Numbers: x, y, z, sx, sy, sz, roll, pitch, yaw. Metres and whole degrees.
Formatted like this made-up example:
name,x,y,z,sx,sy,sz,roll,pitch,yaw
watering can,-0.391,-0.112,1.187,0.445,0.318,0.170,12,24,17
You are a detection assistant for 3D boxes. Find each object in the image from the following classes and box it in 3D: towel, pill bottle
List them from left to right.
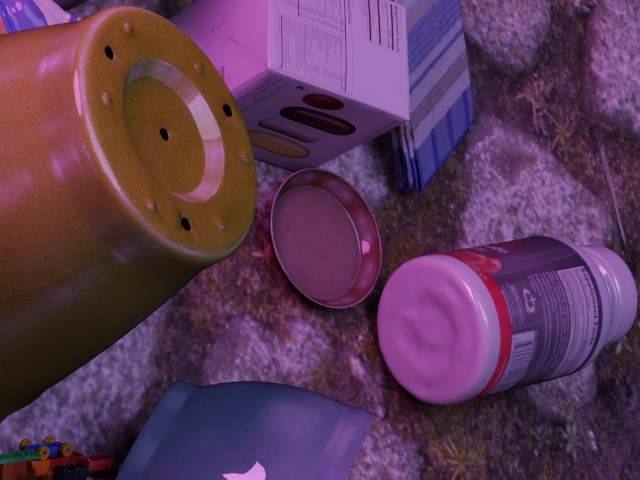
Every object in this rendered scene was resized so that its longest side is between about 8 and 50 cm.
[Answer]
name,x,y,z,sx,sy,sz,roll,pitch,yaw
towel,0.126,-0.225,2.313,0.209,0.034,0.285,-51,138,-48
pill bottle,0.234,0.087,2.266,0.319,0.176,0.176,-9,78,-44

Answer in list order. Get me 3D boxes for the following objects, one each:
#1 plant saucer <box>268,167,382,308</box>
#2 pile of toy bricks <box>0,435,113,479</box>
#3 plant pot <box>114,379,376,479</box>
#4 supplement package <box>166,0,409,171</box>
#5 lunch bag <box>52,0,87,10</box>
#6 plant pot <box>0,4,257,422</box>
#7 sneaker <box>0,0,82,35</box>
name,x,y,z,sx,sy,sz,roll,pitch,yaw
plant saucer,0.000,0.000,2.195,0.168,0.029,0.168,16,65,-38
pile of toy bricks,-0.296,0.252,1.783,0.212,0.118,0.105,-1,103,-50
plant pot,-0.097,0.254,1.852,0.196,0.293,0.293,28,50,3
supplement package,-0.038,-0.194,2.133,0.203,0.194,0.149,16,62,-36
lunch bag,-0.202,-0.384,2.040,0.287,0.235,0.169,-34,93,-45
plant pot,-0.261,-0.037,1.695,0.366,0.353,0.366,35,44,-42
sneaker,-0.211,-0.185,1.988,0.296,0.131,0.112,41,28,-34
